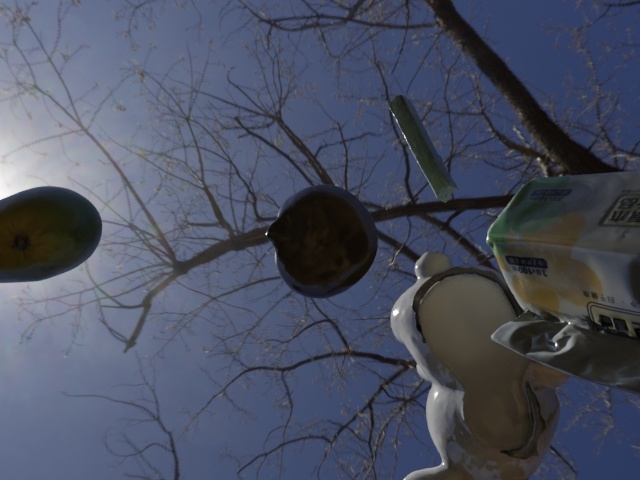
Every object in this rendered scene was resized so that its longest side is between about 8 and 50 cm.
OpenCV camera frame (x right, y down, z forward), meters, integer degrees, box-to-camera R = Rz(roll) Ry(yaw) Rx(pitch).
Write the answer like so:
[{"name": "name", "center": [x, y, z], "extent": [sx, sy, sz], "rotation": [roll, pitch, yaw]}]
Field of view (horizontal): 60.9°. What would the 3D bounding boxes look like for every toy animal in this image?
[{"name": "toy animal", "center": [0.171, 0.176, 0.623], "extent": [0.208, 0.154, 0.325], "rotation": [7, -108, 16]}]

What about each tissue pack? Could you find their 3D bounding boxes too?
[{"name": "tissue pack", "center": [0.245, 0.046, 0.406], "extent": [0.145, 0.229, 0.159], "rotation": [-43, -67, -22]}]

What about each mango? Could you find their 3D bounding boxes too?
[{"name": "mango", "center": [-0.283, -0.001, 0.521], "extent": [0.122, 0.191, 0.086], "rotation": [-34, -74, -40]}]

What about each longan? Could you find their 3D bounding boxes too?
[{"name": "longan", "center": [0.000, 0.000, 0.509], "extent": [0.113, 0.092, 0.113], "rotation": [6, -103, -29]}]

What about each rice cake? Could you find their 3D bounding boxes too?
[{"name": "rice cake", "center": [0.144, -0.132, 0.764], "extent": [0.030, 0.042, 0.180], "rotation": [-38, -124, 29]}]
